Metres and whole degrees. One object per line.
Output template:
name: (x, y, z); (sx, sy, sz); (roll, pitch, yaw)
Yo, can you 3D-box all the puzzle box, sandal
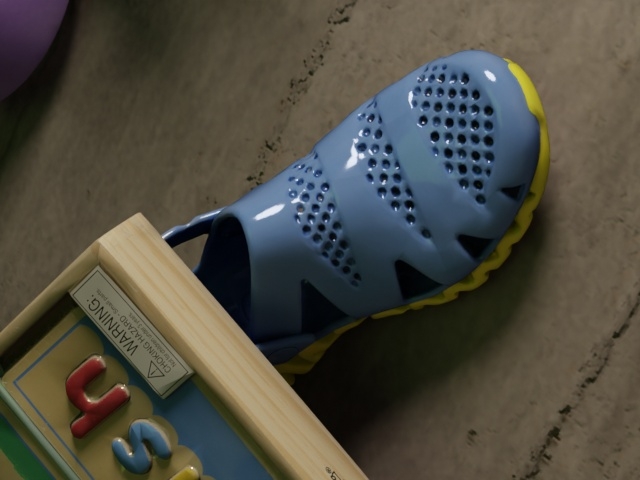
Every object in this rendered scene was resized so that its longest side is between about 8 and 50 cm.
puzzle box: (-0.070, 0.217, 0.997); (0.409, 0.052, 0.272); (49, 122, 1)
sandal: (0.000, 0.000, 0.988); (0.317, 0.138, 0.126); (-40, 63, 30)

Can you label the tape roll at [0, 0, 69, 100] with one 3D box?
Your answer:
tape roll: (-0.274, -0.195, 1.225); (0.189, 0.080, 0.189); (-11, 72, 35)
